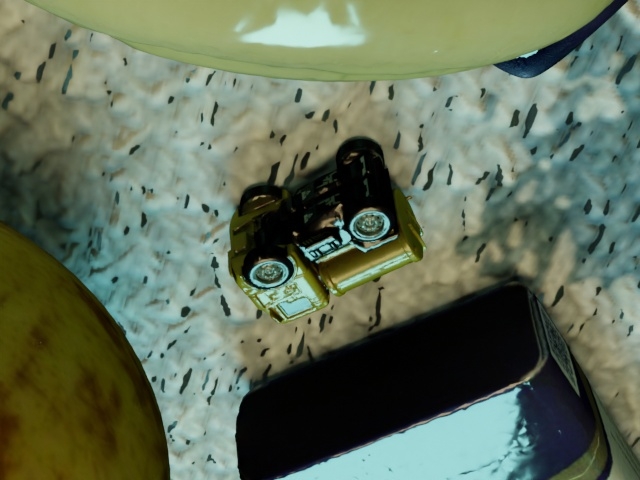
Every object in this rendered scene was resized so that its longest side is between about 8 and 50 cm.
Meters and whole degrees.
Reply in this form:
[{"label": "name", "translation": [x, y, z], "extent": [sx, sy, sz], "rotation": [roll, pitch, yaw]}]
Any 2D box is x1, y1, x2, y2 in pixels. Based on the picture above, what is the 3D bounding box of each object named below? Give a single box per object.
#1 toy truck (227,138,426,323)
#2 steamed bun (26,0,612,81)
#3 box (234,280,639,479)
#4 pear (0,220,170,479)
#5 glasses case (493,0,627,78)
[{"label": "toy truck", "translation": [0.000, 0.000, 0.648], "extent": [0.083, 0.049, 0.054], "rotation": [-24, 131, 16]}, {"label": "steamed bun", "translation": [-0.006, -0.164, 0.414], "extent": [0.273, 0.166, 0.232], "rotation": [9, 133, -12]}, {"label": "box", "translation": [0.089, 0.145, 0.773], "extent": [0.168, 0.071, 0.259], "rotation": [-24, 131, 18]}, {"label": "pear", "translation": [-0.199, 0.099, 0.582], "extent": [0.280, 0.281, 0.281], "rotation": [-2, 133, -2]}, {"label": "glasses case", "translation": [0.101, -0.095, 0.583], "extent": [0.033, 0.023, 0.083], "rotation": [32, 124, -27]}]
